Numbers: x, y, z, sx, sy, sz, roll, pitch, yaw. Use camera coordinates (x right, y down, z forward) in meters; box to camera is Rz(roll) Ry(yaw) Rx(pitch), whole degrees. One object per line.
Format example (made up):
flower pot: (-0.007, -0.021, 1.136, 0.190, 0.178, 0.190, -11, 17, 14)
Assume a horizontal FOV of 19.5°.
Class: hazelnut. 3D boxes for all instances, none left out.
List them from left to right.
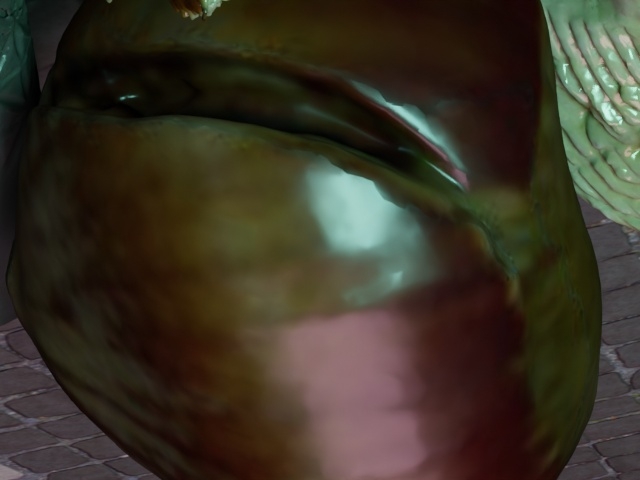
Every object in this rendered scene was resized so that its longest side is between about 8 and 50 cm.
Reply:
hazelnut: (0.000, 0.000, 1.096, 0.359, 0.359, 0.409, -15, 118, 17)

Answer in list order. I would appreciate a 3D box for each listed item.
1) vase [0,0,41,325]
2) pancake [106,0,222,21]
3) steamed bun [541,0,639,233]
vase: (-0.231, -0.066, 1.138, 0.156, 0.251, 0.301, -4, 144, -11)
pancake: (-0.130, -0.215, 0.875, 0.056, 0.212, 0.257, -34, 130, -27)
steamed bun: (0.290, -0.107, 1.144, 0.206, 0.320, 0.275, -42, 170, -34)
